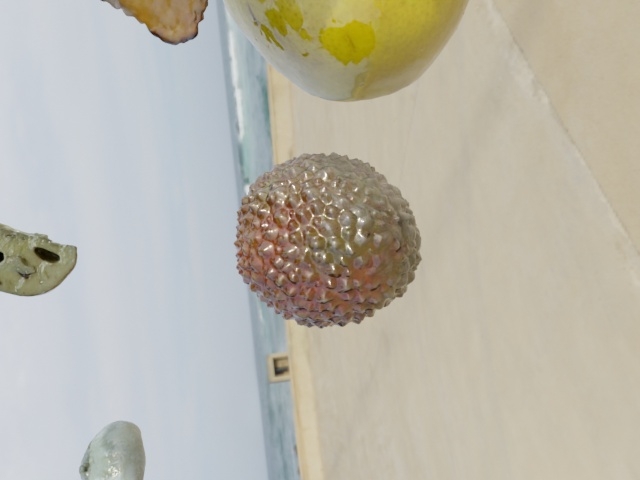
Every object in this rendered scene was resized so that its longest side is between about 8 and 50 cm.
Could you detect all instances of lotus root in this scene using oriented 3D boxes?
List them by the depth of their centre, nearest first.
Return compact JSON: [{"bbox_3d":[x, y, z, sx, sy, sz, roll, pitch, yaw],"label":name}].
[{"bbox_3d":[-0.593,0.033,1.190,0.119,0.234,0.138,157,133,-70],"label":"lotus root"}]

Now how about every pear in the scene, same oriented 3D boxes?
[{"bbox_3d":[0.017,-0.310,0.642,0.336,0.285,0.285,43,-156,-42],"label":"pear"}]

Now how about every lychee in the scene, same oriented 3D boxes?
[{"bbox_3d":[0.000,0.000,0.570,0.197,0.165,0.165,-14,81,52],"label":"lychee"}]

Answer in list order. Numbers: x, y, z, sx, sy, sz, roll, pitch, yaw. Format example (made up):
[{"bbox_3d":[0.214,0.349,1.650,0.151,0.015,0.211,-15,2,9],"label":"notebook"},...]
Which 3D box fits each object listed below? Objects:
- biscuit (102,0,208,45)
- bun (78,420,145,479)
[{"bbox_3d":[-0.162,-0.294,0.456,0.237,0.232,0.013,-55,7,39],"label":"biscuit"},{"bbox_3d":[-0.317,0.342,0.936,0.141,0.083,0.141,-23,62,53],"label":"bun"}]
